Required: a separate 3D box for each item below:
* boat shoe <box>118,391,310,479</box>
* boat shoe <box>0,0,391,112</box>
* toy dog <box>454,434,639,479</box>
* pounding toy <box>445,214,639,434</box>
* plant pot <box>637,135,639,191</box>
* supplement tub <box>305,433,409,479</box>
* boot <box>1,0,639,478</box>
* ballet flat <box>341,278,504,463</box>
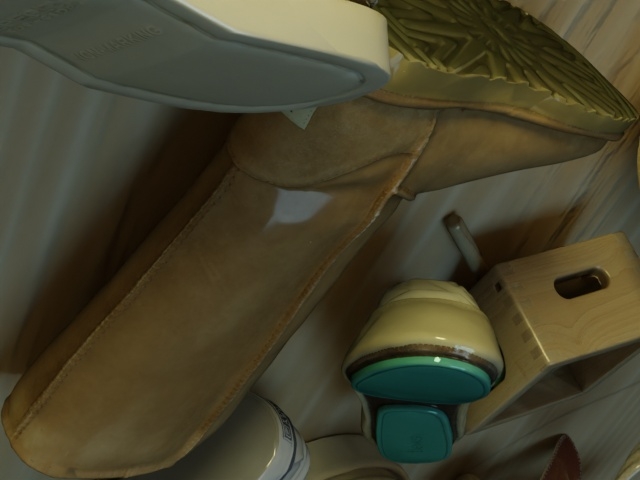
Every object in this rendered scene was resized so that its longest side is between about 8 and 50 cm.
[{"bbox_3d":[-0.110,0.197,0.756,0.258,0.095,0.084,-37,145,1],"label":"boat shoe"},{"bbox_3d":[-0.100,-0.111,0.354,0.116,0.096,0.324,-8,168,43],"label":"boat shoe"},{"bbox_3d":[0.209,0.267,1.165,0.220,0.161,0.333,-30,134,-7],"label":"toy dog"},{"bbox_3d":[0.129,0.046,0.817,0.141,0.100,0.130,-13,156,-31],"label":"pounding toy"},{"bbox_3d":[0.330,-0.033,0.779,0.239,0.254,0.254,17,121,-35],"label":"plant pot"},{"bbox_3d":[0.047,0.320,0.849,0.241,0.331,0.241,-26,147,-18],"label":"supplement tub"},{"bbox_3d":[0.000,0.000,0.626,0.236,0.089,0.269,5,132,-45],"label":"boot"},{"bbox_3d":[0.054,0.065,0.731,0.086,0.086,0.248,-30,163,-13],"label":"ballet flat"}]
